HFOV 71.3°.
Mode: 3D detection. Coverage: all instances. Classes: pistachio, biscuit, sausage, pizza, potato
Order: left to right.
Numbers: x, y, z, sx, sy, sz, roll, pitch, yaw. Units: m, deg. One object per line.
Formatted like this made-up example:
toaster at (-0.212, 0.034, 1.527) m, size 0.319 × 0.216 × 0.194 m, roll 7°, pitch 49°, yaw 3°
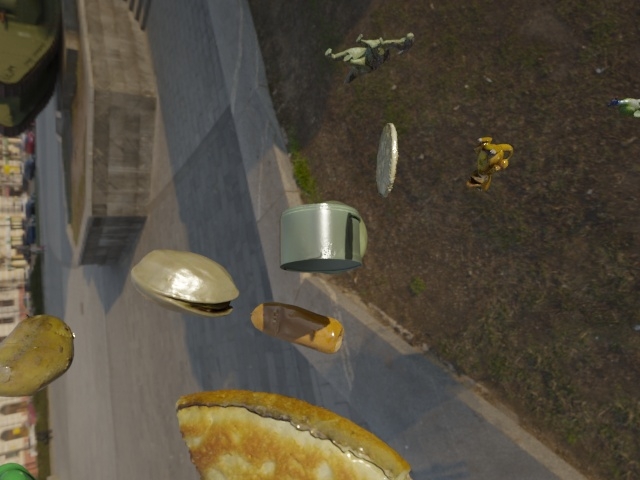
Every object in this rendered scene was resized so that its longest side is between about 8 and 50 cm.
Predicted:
potato at (-0.545, 0.222, 0.840) m, size 0.137 × 0.137 × 0.175 m, roll -61°, pitch 3°, yaw 38°
pistachio at (-0.300, 0.098, 0.991) m, size 0.153 × 0.238 × 0.137 m, roll -87°, pitch 17°, yaw -62°
pizza at (-0.076, 0.475, 0.812) m, size 0.441 × 0.130 × 0.405 m, roll 15°, pitch 102°, yaw 13°
sausage at (-0.090, 0.310, 1.636) m, size 0.354 × 0.116 × 0.134 m, roll 15°, pitch 94°, yaw 21°
biscuit at (0.131, -0.160, 0.898) m, size 0.152 × 0.020 × 0.151 m, roll -177°, pitch 90°, yaw -85°

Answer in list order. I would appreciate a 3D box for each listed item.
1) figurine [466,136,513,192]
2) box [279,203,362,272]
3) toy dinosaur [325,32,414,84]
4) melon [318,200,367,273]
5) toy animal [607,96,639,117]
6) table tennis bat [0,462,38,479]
figurine at (0.522, -0.226, 1.373) m, size 0.121 × 0.123 × 0.176 m, roll -117°, pitch 29°, yaw -42°
box at (0.000, 0.000, 1.231) m, size 0.226 × 0.226 × 0.149 m, roll -19°, pitch 68°, yaw 55°
toy dinosaur at (0.148, -0.570, 1.383) m, size 0.294 × 0.162 × 0.077 m, roll 0°, pitch 86°, yaw 47°
melon at (0.044, -0.012, 1.613) m, size 0.271 × 0.272 × 0.307 m, roll -49°, pitch 10°, yaw 45°
toy animal at (0.876, -0.362, 1.221) m, size 0.075 × 0.217 × 0.041 m, roll -25°, pitch 66°, yaw 55°
table tennis bat at (-0.124, 0.238, 0.295) m, size 0.039 × 0.160 × 0.257 m, roll -25°, pitch 113°, yaw 24°
